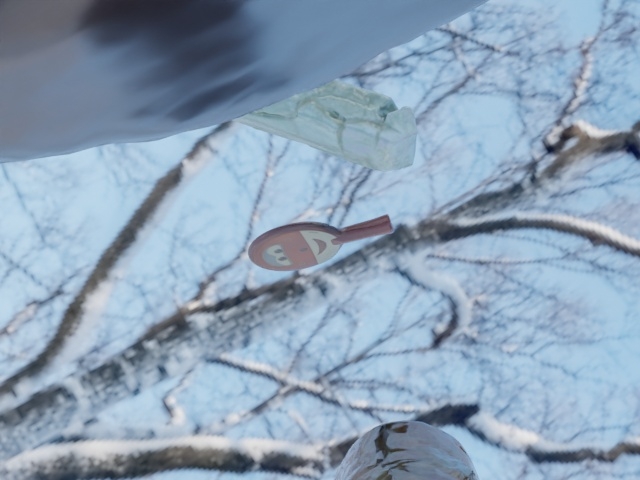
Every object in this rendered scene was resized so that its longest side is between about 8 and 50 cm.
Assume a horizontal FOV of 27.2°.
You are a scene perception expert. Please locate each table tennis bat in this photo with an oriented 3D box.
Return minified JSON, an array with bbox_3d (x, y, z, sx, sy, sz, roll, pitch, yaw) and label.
[{"bbox_3d":[0.000,0.000,1.373,0.098,0.154,0.019,65,13,-61],"label":"table tennis bat"}]

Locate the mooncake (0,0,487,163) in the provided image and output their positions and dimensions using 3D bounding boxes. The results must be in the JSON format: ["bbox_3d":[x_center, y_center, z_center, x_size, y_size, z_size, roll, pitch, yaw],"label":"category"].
[{"bbox_3d":[-0.032,-0.183,0.467,0.381,0.350,0.212,-23,-109,5],"label":"mooncake"}]

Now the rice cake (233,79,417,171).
[{"bbox_3d":[-0.066,-0.139,1.248,0.336,0.063,0.066,16,-27,13],"label":"rice cake"}]

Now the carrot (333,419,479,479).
[{"bbox_3d":[0.069,0.209,0.728,0.302,0.138,0.139,-114,-171,-76],"label":"carrot"}]
